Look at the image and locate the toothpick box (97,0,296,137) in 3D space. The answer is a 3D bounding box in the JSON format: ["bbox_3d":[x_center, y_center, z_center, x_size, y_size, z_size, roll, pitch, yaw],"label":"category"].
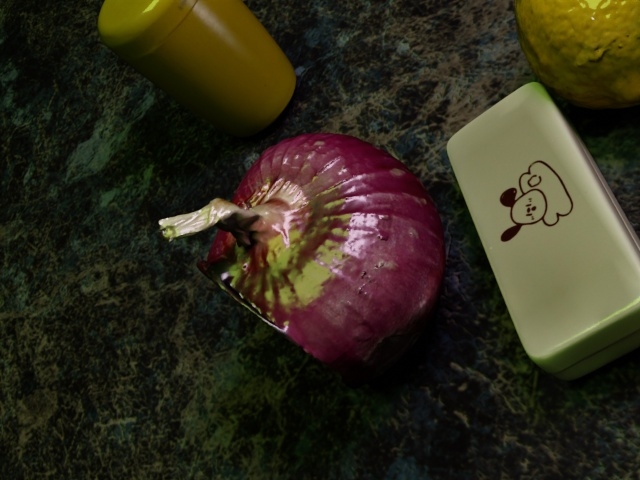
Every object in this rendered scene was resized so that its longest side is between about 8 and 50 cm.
[{"bbox_3d":[-0.160,-0.268,1.197,0.175,0.271,0.175,-25,46,28],"label":"toothpick box"}]

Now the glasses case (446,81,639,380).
[{"bbox_3d":[0.230,-0.020,0.855,0.131,0.070,0.313,-35,43,23],"label":"glasses case"}]

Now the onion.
[{"bbox_3d":[0.018,0.006,0.913,0.256,0.272,0.230,37,82,9],"label":"onion"}]

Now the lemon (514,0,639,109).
[{"bbox_3d":[0.298,-0.238,0.875,0.192,0.192,0.231,-23,55,24],"label":"lemon"}]
